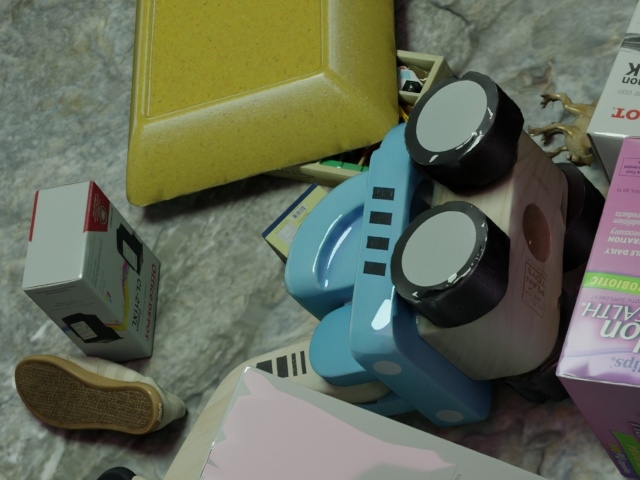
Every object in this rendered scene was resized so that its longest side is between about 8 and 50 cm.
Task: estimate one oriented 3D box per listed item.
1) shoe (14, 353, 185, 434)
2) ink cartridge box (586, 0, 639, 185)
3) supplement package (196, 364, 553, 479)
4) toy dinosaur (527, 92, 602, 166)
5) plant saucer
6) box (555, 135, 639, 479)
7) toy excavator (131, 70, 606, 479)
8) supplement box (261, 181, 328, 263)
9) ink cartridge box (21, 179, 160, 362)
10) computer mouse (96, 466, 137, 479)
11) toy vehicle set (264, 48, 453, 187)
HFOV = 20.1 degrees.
[{"bbox_3d":[-0.238,0.166,1.936,0.219,0.058,0.077,11,102,36],"label":"shoe"},{"bbox_3d":[0.406,-0.172,1.783,0.197,0.114,0.273,11,66,32],"label":"ink cartridge box"},{"bbox_3d":[0.045,0.248,1.520,0.293,0.175,0.178,21,77,9],"label":"supplement package"},{"bbox_3d":[0.273,-0.123,1.868,0.092,0.053,0.183,8,43,26],"label":"toy dinosaur"},{"bbox_3d":[-0.084,-0.228,2.047,0.332,0.081,0.333,-15,54,19],"label":"plant saucer"},{"bbox_3d":[0.321,0.067,1.606,0.117,0.213,0.243,5,63,29],"label":"box"},{"bbox_3d":[0.032,0.100,1.767,0.445,0.222,0.433,-15,52,35],"label":"toy excavator"},{"bbox_3d":[0.000,0.000,1.916,0.083,0.056,0.083,-45,50,-5],"label":"supplement box"},{"bbox_3d":[-0.242,0.036,1.941,0.072,0.175,0.127,-10,56,18],"label":"ink cartridge box"},{"bbox_3d":[-0.186,0.338,1.808,0.071,0.041,0.242,-29,56,27],"label":"computer mouse"},{"bbox_3d":[-0.001,-0.145,2.025,0.266,0.035,0.166,11,66,32],"label":"toy vehicle set"}]
